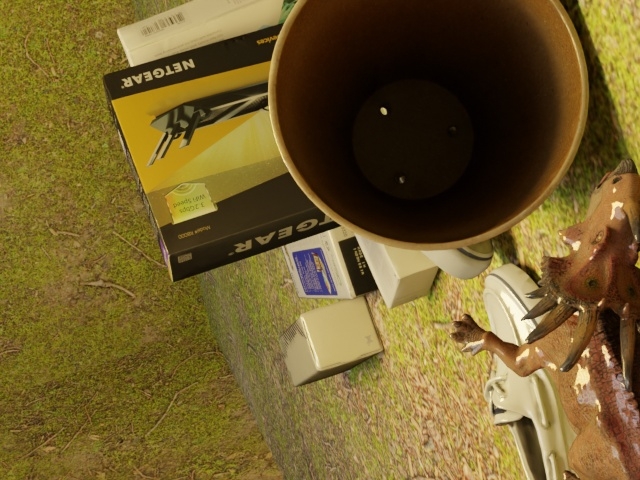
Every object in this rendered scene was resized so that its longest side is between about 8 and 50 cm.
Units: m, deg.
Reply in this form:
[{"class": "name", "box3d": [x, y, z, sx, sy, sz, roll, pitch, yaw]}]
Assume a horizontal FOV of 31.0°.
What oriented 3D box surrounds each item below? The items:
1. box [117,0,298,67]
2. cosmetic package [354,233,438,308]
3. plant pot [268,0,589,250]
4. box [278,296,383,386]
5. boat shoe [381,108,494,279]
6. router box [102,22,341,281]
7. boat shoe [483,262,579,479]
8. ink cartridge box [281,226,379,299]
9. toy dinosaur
[{"class": "box", "box3d": [-0.101, -0.178, 1.487, 0.322, 0.232, 0.058, 74, 171, -50]}, {"class": "cosmetic package", "box3d": [0.069, -0.045, 1.420, 0.099, 0.060, 0.239, 96, 153, -66]}, {"class": "plant pot", "box3d": [0.085, -0.101, 0.977, 0.254, 0.237, 0.237, 59, -168, -85]}, {"class": "box", "box3d": [0.011, 0.166, 1.854, 0.275, 0.113, 0.094, 128, 124, -73]}, {"class": "boat shoe", "box3d": [0.092, -0.103, 1.158, 0.094, 0.109, 0.302, -42, 68, 30]}, {"class": "router box", "box3d": [-0.067, -0.117, 1.333, 0.081, 0.309, 0.243, 98, 151, -65]}, {"class": "boat shoe", "box3d": [0.198, 0.148, 1.079, 0.095, 0.084, 0.258, 107, 143, -69]}, {"class": "ink cartridge box", "box3d": [0.000, 0.000, 1.772, 0.371, 0.069, 0.176, 167, 84, -75]}, {"class": "toy dinosaur", "box3d": [0.214, 0.109, 0.831, 0.296, 0.127, 0.200, 63, 167, 2]}]
